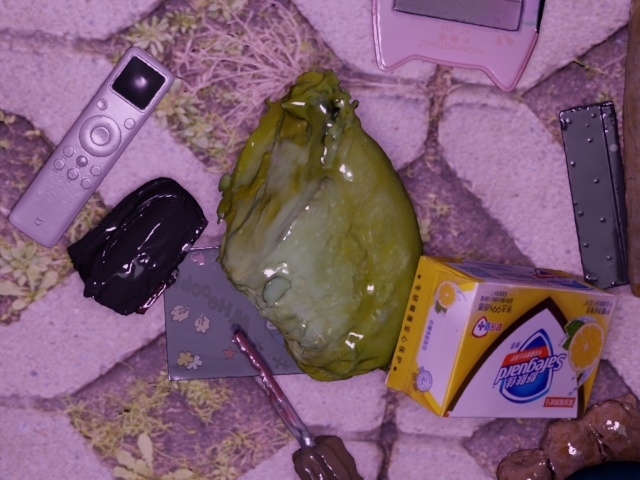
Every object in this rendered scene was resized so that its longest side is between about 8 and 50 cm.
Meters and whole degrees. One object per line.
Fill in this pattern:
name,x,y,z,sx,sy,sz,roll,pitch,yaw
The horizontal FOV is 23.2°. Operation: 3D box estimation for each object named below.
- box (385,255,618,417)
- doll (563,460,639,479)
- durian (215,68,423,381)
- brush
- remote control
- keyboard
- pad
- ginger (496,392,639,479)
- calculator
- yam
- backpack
box,0.216,0.116,1.828,0.265,0.097,0.168,9,100,-43
doll,0.376,0.361,1.874,0.198,0.322,0.186,-11,75,31
durian,0.000,0.000,1.795,0.256,0.204,0.339,-54,126,-24
brush,-0.021,0.236,1.908,0.071,0.084,0.301,-31,95,2
remote control,-0.271,-0.109,1.847,0.067,0.029,0.261,36,95,-10
keyboard,0.342,-0.054,1.915,0.072,0.023,0.231,-11,101,2
pad,-0.068,0.088,1.912,0.246,0.006,0.170,-3,100,-5
ginger,0.313,0.267,1.937,0.204,0.080,0.104,-21,106,-3
calculator,0.173,-0.350,1.839,0.220,0.048,0.329,9,96,-5
yam,0.400,-0.116,1.870,0.083,0.083,0.371,0,94,-5
backpack,-0.207,0.008,1.833,0.165,0.120,0.106,-41,121,3
